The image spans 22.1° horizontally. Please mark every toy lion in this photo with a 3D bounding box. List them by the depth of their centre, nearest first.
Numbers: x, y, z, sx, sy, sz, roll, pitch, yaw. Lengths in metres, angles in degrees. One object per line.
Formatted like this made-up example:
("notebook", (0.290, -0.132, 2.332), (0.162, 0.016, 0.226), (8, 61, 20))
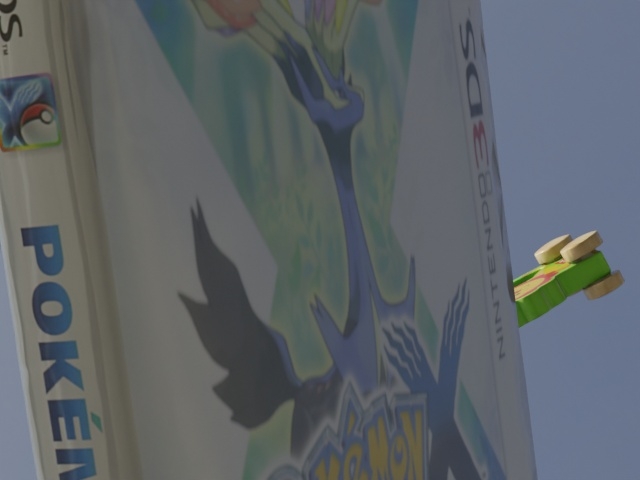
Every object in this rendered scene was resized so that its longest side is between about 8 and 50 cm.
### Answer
("toy lion", (0.112, 0.032, 0.900), (0.096, 0.100, 0.034), (-29, -89, -5))

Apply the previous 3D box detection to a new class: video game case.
("video game case", (0.000, 0.000, 0.562), (0.036, 0.329, 0.300), (-5, -83, 25))
